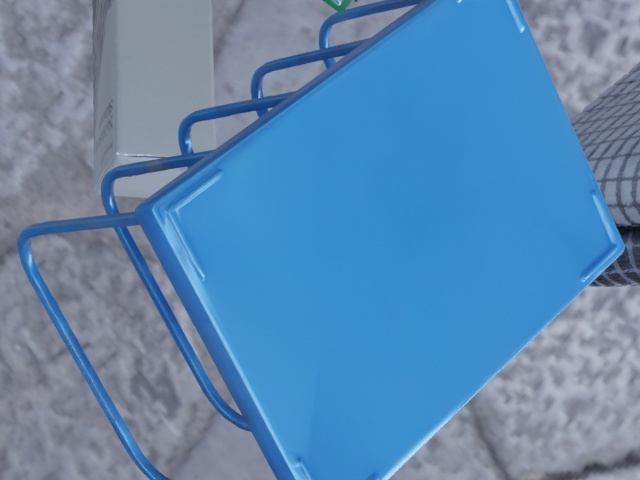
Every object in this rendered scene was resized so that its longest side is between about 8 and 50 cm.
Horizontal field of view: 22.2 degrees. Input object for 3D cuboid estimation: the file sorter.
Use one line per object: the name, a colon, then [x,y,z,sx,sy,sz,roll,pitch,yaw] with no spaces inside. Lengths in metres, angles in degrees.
file sorter: [0.000,0.000,0.565,0.170,0.104,0.118,-39,111,-35]

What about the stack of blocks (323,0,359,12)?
stack of blocks: [0.059,-0.285,1.188,0.087,0.297,0.171,36,113,-1]

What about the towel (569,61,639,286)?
towel: [0.290,-0.077,1.122,0.283,0.235,0.121,-40,103,-20]

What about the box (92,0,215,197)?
box: [-0.155,-0.183,1.493,0.094,0.113,0.275,4,70,-18]
